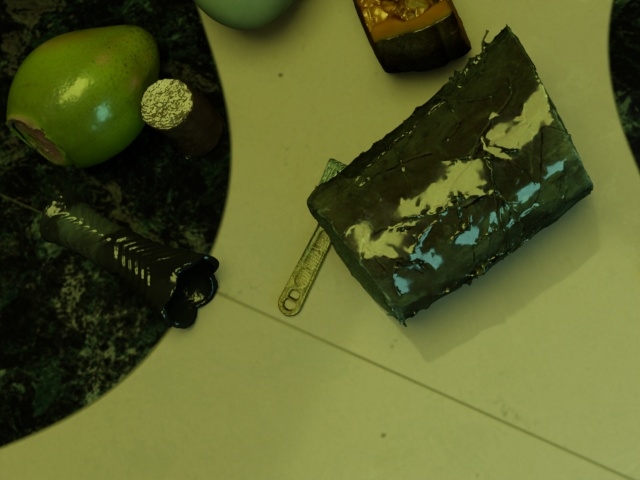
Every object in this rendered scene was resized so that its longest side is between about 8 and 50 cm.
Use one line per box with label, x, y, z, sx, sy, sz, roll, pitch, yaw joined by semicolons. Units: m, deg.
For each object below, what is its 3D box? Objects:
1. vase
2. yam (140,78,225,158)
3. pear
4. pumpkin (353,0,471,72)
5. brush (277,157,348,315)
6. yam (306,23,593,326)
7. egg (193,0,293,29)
vase;-0.258;0.018;1.943;0.237;0.115;0.115;28;80;24
yam;-0.183;-0.164;1.967;0.084;0.127;0.084;-3;76;12
pear;-0.311;-0.204;1.988;0.187;0.187;0.219;27;67;19
pumpkin;0.110;-0.312;1.961;0.131;0.126;0.248;-24;50;13
brush;0.000;0.000;1.934;0.082;0.010;0.218;24;79;18
yam;0.164;-0.073;1.810;0.348;0.241;0.241;-39;69;2
egg;-0.107;-0.462;1.991;0.230;0.230;0.370;-6;78;11
